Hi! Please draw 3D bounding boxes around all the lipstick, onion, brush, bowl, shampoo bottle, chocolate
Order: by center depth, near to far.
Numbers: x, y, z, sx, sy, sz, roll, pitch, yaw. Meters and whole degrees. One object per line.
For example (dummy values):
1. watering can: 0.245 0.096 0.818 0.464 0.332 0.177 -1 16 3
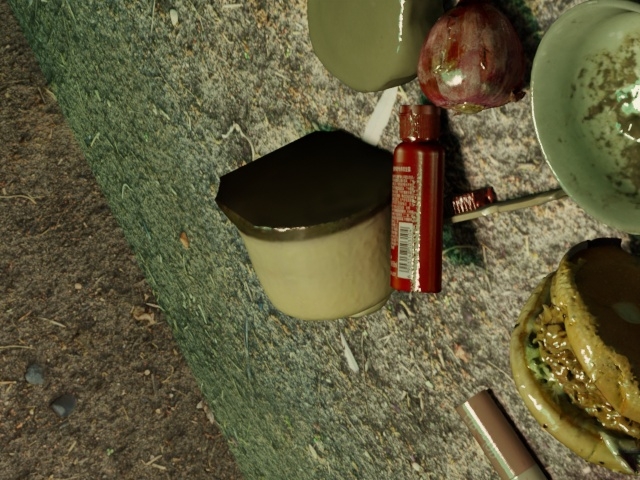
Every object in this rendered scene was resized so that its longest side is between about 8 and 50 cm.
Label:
1. bowl: 0.407 -0.165 1.180 0.289 0.146 0.289 40 142 41
2. onion: 0.219 -0.282 1.418 0.159 0.159 0.195 -11 77 61
3. brush: 0.281 -0.064 1.560 0.321 0.060 0.050 -11 91 61
4. shampoo bottle: 0.163 -0.069 1.638 0.118 0.076 0.314 -166 76 -71
5. lipstick: 0.347 0.398 1.783 0.254 0.070 0.070 57 150 16
6. chocolate: 0.000 0.000 1.826 0.326 0.314 0.297 34 142 43

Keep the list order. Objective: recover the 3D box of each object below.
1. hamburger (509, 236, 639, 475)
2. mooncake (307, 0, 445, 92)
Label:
1. hamburger: 0.404 0.156 1.312 0.318 0.276 0.195 59 143 23
2. mooncake: 0.093 -0.374 1.565 0.275 0.135 0.275 34 135 42
